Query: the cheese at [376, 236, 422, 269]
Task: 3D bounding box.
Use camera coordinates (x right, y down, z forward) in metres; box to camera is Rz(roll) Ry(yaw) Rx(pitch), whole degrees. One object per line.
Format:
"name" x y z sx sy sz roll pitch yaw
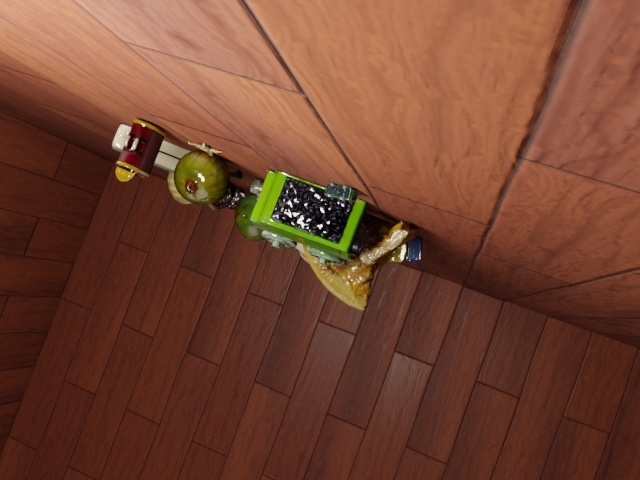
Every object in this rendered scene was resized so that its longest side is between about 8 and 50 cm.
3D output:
"cheese" 0.174 0.021 1.751 0.250 0.157 0.064 5 -178 14

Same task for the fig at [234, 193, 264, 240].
"fig" -0.234 -0.096 2.250 0.181 0.181 0.191 21 156 -18

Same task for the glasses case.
"glasses case" -0.439 -0.242 1.723 0.313 0.070 0.131 21 177 -19

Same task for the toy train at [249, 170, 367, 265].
"toy train" -0.031 -0.052 1.497 0.307 0.173 0.249 20 172 6

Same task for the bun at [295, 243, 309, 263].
"bun" 0.000 0.000 1.929 0.237 0.210 0.116 17 138 -36

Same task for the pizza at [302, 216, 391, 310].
"pizza" 0.045 0.041 1.678 0.257 0.268 0.087 16 -173 -2

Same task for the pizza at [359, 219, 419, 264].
"pizza" 0.182 -0.004 1.508 0.062 0.182 0.161 61 155 1

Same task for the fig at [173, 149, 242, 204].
"fig" -0.295 -0.188 1.625 0.151 0.151 0.259 20 -155 7

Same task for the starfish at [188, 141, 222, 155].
"starfish" -0.275 -0.222 1.455 0.086 0.016 0.092 21 173 10

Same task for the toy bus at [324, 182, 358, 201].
"toy bus" 0.045 -0.103 1.285 0.037 0.031 0.083 13 -177 -39

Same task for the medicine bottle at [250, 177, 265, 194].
"medicine bottle" -0.160 -0.150 1.759 0.083 0.047 0.047 21 178 6

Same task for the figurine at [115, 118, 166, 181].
"figurine" -0.435 -0.209 1.402 0.082 0.154 0.098 21 175 0

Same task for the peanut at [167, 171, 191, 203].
"peanut" -0.428 -0.195 1.973 0.153 0.140 0.325 -22 -171 -2

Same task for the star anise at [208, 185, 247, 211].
"star anise" -0.393 -0.173 2.354 0.220 0.126 0.190 17 -179 4
